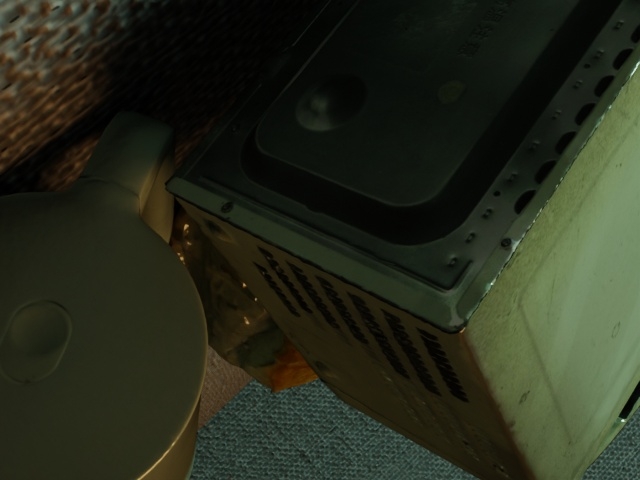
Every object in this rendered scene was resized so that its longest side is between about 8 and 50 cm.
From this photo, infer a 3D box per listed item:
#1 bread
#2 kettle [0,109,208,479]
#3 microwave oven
[{"bbox_3d":[0.000,0.000,0.859,0.279,0.225,0.250,-25,156,-34],"label":"bread"},{"bbox_3d":[-0.166,0.098,0.631,0.265,0.205,0.318,-38,167,-22],"label":"kettle"},{"bbox_3d":[0.138,-0.068,0.615,0.394,0.247,0.333,-52,140,-17],"label":"microwave oven"}]
